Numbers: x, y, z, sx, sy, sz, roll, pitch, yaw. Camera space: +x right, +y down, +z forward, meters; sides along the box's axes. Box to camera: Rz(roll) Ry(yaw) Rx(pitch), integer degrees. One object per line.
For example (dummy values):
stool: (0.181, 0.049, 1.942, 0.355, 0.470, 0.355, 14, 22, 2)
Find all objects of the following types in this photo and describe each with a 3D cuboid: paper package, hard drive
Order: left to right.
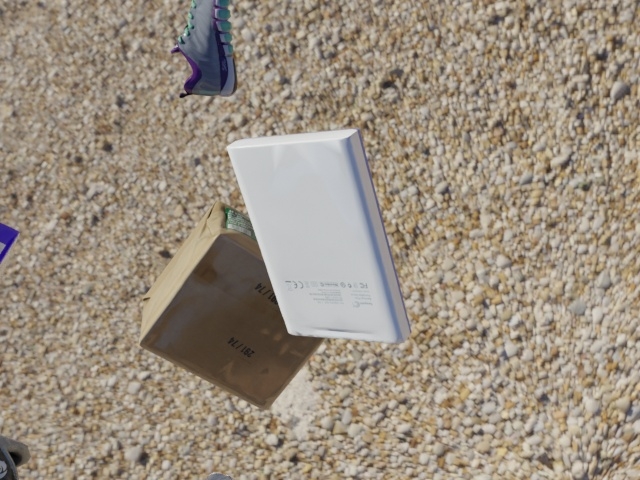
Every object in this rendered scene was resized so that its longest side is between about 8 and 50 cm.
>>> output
paper package: (-0.157, 0.135, 1.591, 0.309, 0.324, 0.168, -52, 22, 15)
hard drive: (0.000, 0.000, 1.136, 0.210, 0.319, 0.040, 0, 28, 34)

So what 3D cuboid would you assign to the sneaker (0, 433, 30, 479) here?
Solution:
sneaker: (-0.280, 0.217, 0.541, 0.132, 0.086, 0.229, 16, 42, 5)

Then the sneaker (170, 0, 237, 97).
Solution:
sneaker: (-0.185, -0.330, 1.199, 0.098, 0.083, 0.224, -7, 101, -8)

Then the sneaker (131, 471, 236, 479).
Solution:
sneaker: (-0.215, 0.377, 1.098, 0.108, 0.292, 0.169, -41, 95, 16)

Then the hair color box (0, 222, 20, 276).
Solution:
hair color box: (-0.533, 0.136, 1.057, 0.339, 0.110, 0.185, -57, 16, 29)
